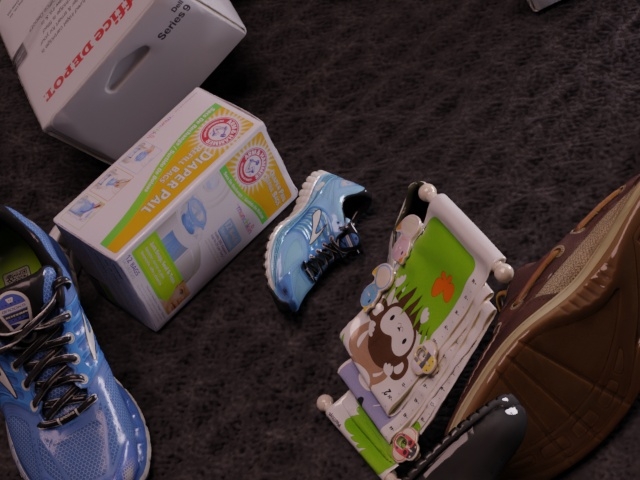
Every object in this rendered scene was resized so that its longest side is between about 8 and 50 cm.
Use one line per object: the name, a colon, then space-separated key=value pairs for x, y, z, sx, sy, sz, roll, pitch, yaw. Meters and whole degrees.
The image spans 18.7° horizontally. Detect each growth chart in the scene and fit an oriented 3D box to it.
growth chart: x=0.077 y=0.080 z=1.675 sx=0.172 sy=0.021 sz=0.237 roll=37 pitch=104 yaw=50

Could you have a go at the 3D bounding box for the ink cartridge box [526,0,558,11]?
ink cartridge box: x=0.254 y=-0.410 z=2.035 sx=0.223 sy=0.129 sz=0.307 roll=-25 pitch=45 yaw=1

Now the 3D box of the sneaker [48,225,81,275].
sneaker: x=-0.282 y=0.040 z=1.928 sx=0.061 sy=0.053 sz=0.152 roll=-1 pitch=51 yaw=27

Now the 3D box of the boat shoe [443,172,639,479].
boat shoe: x=0.212 y=0.070 z=1.655 sx=0.342 sy=0.123 sz=0.123 roll=-54 pitch=20 yaw=-11

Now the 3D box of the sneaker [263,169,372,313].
sneaker: x=0.000 y=0.000 z=1.831 sx=0.073 sy=0.063 sz=0.162 roll=9 pitch=55 yaw=26

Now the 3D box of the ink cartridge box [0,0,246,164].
ink cartridge box: x=-0.226 y=-0.247 z=2.063 sx=0.211 sy=0.121 sz=0.289 roll=-47 pitch=43 yaw=17

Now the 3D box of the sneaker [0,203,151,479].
sneaker: x=-0.260 y=0.105 z=1.769 sx=0.130 sy=0.147 sz=0.330 roll=-28 pitch=62 yaw=-1

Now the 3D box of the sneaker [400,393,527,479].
sneaker: x=0.082 y=0.275 z=1.501 sx=0.146 sy=0.122 sz=0.330 roll=36 pitch=87 yaw=11

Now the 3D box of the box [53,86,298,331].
box: x=-0.137 y=-0.033 z=1.885 sx=0.203 sy=0.114 sz=0.103 roll=-44 pitch=48 yaw=-18

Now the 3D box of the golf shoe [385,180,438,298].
golf shoe: x=0.077 y=0.026 z=1.757 sx=0.069 sy=0.086 sz=0.176 roll=-3 pitch=51 yaw=20
